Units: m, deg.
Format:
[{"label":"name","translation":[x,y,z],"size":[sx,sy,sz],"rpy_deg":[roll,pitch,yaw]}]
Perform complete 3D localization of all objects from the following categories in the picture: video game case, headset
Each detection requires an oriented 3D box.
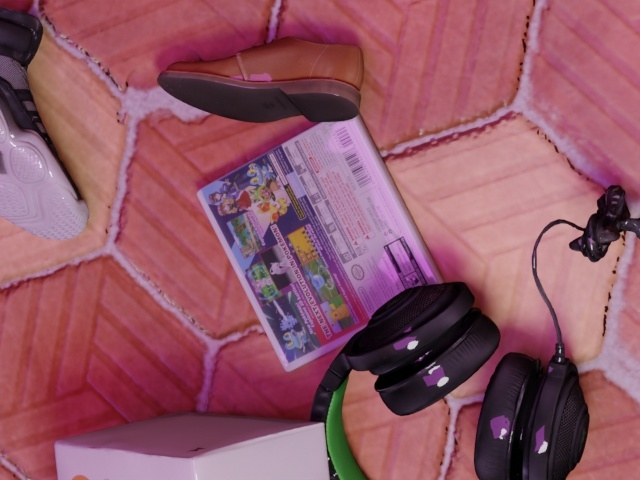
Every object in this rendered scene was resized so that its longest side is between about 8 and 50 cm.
[{"label":"video game case","translation":[0.000,0.000,1.798],"size":[0.183,0.023,0.201],"rpy_deg":[-28,87,19]},{"label":"headset","translation":[0.156,0.120,1.717],"size":[0.243,0.185,0.394],"rpy_deg":[36,121,4]}]

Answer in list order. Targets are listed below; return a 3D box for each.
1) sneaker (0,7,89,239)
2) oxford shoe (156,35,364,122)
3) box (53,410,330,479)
[{"label":"sneaker","translation":[-0.303,-0.133,1.845],"size":[0.101,0.153,0.268],"rpy_deg":[-16,126,35]},{"label":"oxford shoe","translation":[-0.055,-0.160,1.786],"size":[0.212,0.076,0.076],"rpy_deg":[4,67,21]},{"label":"box","translation":[-0.109,0.348,1.755],"size":[0.215,0.168,0.345],"rpy_deg":[-1,97,46]}]
